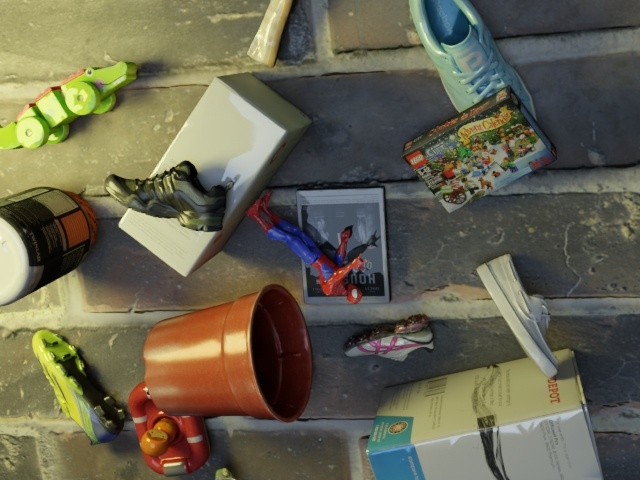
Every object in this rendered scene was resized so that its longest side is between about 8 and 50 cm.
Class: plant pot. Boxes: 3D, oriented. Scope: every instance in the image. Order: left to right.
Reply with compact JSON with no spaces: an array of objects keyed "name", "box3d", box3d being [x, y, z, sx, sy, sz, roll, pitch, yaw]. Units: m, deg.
[{"name":"plant pot","box3d":[-0.192,0.239,1.789,0.265,0.272,0.272,-10,101,22]}]

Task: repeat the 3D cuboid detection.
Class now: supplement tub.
[{"name":"supplement tub","box3d":[-0.581,0.001,1.771,0.194,0.316,0.193,3,103,12]}]

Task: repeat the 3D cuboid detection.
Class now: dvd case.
[{"name":"dvd case","box3d":[0.047,0.011,1.793,0.180,0.029,0.238,-1,102,13]}]

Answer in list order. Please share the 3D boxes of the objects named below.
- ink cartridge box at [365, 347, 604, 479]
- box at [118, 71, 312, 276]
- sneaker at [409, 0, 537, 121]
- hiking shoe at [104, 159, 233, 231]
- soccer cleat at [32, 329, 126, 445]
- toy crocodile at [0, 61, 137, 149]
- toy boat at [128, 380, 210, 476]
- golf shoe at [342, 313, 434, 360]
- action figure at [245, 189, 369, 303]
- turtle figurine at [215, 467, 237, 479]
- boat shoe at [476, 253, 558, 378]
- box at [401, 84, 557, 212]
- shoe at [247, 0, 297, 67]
[{"name":"ink cartridge box","box3d":[0.311,0.363,1.687,0.395,0.285,0.166,-15,101,15]},{"name":"box","box3d":[-0.196,-0.132,1.711,0.168,0.215,0.345,38,107,2]},{"name":"sneaker","box3d":[0.265,-0.316,1.606,0.135,0.150,0.365,-35,94,18]},{"name":"hiking shoe","box3d":[-0.269,-0.094,1.592,0.227,0.086,0.114,18,92,2]},{"name":"soccer cleat","box3d":[-0.551,0.329,1.961,0.121,0.093,0.289,-36,93,24]},{"name":"toy crocodile","box3d":[-0.518,-0.273,1.797,0.341,0.115,0.105,-28,95,17]},{"name":"toy boat","box3d":[-0.335,0.408,1.902,0.151,0.151,0.231,-11,101,14]},{"name":"golf shoe","box3d":[0.137,0.213,1.801,0.186,0.067,0.085,-16,101,15]},{"name":"action figure","box3d":[0.000,0.000,1.735,0.280,0.091,0.139,47,117,-1]},{"name":"turtle figurine","box3d":[-0.256,0.588,1.894,0.267,0.275,0.197,-4,87,21]},{"name":"boat shoe","box3d":[0.385,0.133,1.670,0.084,0.095,0.258,-31,62,7]},{"name":"box","box3d":[0.289,-0.162,1.636,0.233,0.044,0.159,-28,119,32]},{"name":"shoe","box3d":[-0.082,-0.438,1.688,0.058,0.076,0.219,20,108,1]}]
